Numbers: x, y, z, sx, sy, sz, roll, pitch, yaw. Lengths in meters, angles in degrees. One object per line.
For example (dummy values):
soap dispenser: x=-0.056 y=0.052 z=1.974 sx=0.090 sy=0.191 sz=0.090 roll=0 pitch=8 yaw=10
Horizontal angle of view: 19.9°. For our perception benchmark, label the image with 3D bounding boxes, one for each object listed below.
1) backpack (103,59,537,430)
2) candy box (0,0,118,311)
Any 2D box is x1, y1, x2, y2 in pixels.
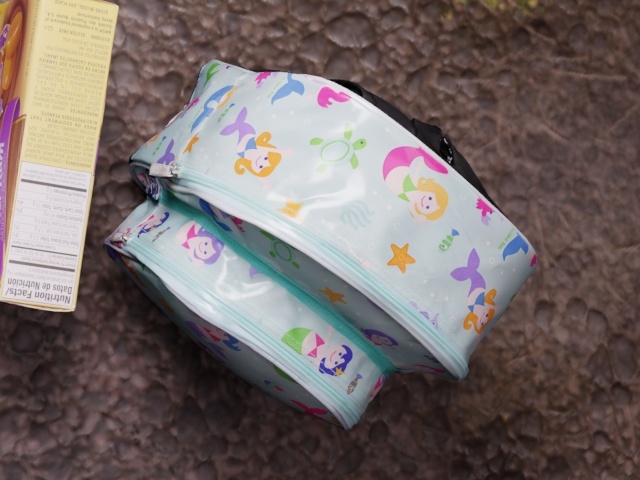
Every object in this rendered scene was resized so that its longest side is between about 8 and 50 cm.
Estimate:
backpack: x=0.000 y=0.000 z=1.118 sx=0.225 sy=0.253 sz=0.191 roll=40 pitch=74 yaw=-22
candy box: x=-0.175 y=-0.053 z=1.113 sx=0.053 sy=0.109 sz=0.186 roll=10 pitch=87 yaw=-25
